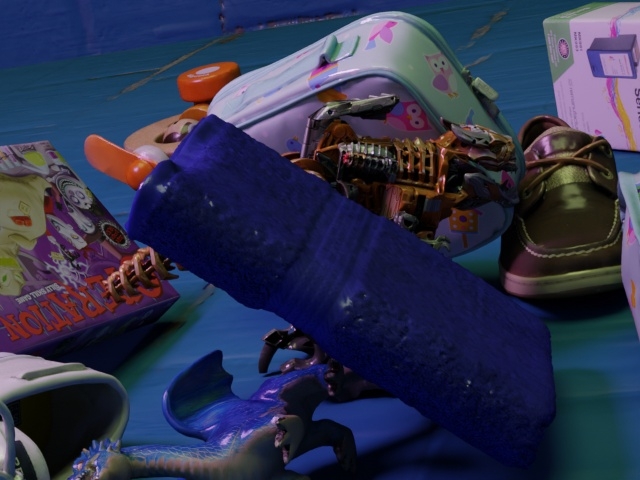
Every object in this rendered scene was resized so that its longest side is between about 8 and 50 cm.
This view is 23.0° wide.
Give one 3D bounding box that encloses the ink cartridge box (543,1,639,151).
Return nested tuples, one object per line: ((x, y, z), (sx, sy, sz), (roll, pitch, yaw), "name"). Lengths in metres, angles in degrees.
((0.360, -0.184, 1.769), (0.093, 0.154, 0.212), (-21, 18, -30), "ink cartridge box")

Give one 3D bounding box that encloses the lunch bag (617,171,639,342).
((0.320, 0.016, 1.081), (0.223, 0.160, 0.262), (-10, 21, 10), "lunch bag")

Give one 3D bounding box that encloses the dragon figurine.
((-0.056, 0.128, 1.074), (0.144, 0.085, 0.289), (0, 22, 26), "dragon figurine")

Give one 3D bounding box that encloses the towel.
((0.015, 0.035, 1.078), (0.308, 0.076, 0.228), (32, 17, -2), "towel")

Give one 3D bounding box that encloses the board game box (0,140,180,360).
((-0.277, 0.013, 1.351), (0.056, 0.208, 0.347), (-41, -9, 22), "board game box")

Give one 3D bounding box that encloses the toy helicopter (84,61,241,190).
((-0.128, -0.108, 1.899), (0.235, 0.140, 0.355), (-22, 21, -28), "toy helicopter")

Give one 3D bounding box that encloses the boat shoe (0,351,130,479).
((-0.231, 0.161, 1.044), (0.156, 0.136, 0.367), (-2, 8, 22), "boat shoe")

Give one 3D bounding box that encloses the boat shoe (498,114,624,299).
((0.215, -0.042, 1.421), (0.123, 0.123, 0.342), (-9, 15, 10), "boat shoe")

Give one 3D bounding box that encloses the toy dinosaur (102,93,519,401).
((0.000, 0.000, 1.251), (0.321, 0.218, 0.164), (-8, 16, 13), "toy dinosaur")

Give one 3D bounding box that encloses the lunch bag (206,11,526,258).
((0.030, -0.075, 1.384), (0.279, 0.224, 0.108), (-21, 28, 37), "lunch bag")
